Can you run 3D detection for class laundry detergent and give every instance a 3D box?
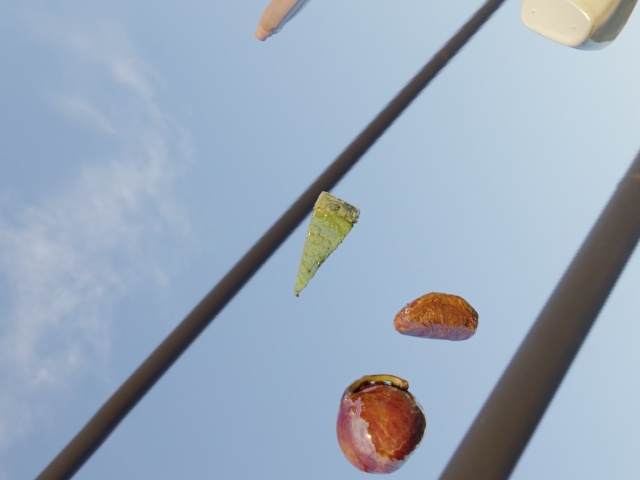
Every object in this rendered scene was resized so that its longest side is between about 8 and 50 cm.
[{"bbox_3d":[-0.090,-0.677,2.368,0.076,0.237,0.171,47,-141,0],"label":"laundry detergent"}]

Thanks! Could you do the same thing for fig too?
[{"bbox_3d":[0.119,0.374,1.694,0.205,0.205,0.205,30,-138,-31],"label":"fig"}]

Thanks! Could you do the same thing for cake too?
[{"bbox_3d":[-0.019,0.006,1.846,0.099,0.235,0.100,34,-155,-6],"label":"cake"}]

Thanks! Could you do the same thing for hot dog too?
[{"bbox_3d":[0.296,0.204,2.134,0.227,0.160,0.099,7,-122,-23],"label":"hot dog"}]

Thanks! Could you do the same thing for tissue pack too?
[{"bbox_3d":[0.608,-0.601,1.819,0.229,0.333,0.236,33,-147,29],"label":"tissue pack"}]
